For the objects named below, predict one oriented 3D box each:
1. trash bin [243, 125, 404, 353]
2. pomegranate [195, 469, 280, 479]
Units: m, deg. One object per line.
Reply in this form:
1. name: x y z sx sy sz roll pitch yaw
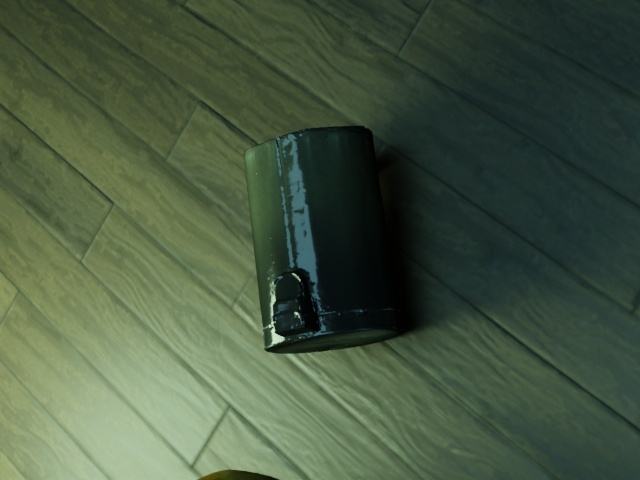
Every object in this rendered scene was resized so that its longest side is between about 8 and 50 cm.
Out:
1. trash bin: 0.000 0.000 1.884 0.203 0.252 0.301 -14 77 30
2. pomegranate: -0.129 0.516 1.786 0.417 0.417 0.416 -8 75 33
